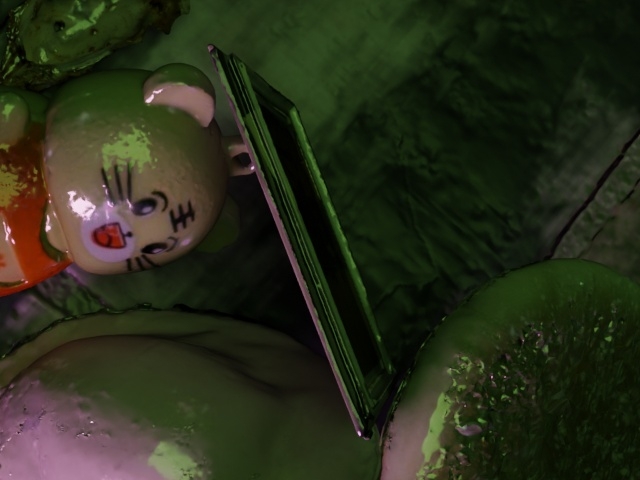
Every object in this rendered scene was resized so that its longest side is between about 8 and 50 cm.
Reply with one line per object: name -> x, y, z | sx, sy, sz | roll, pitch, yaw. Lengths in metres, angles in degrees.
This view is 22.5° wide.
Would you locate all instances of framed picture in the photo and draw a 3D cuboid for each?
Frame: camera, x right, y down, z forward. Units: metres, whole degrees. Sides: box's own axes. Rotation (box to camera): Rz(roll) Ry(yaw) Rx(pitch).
framed picture -> 0.000, 0.000, 0.860 | 0.014, 0.252, 0.197 | -21, 88, 5

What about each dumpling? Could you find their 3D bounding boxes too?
dumpling -> -0.078, 0.099, 0.879 | 0.247, 0.142, 0.172 | 11, 48, 21

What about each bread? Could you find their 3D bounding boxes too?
bread -> 0.138, 0.138, 0.925 | 0.267, 0.040, 0.266 | -5, 98, -39

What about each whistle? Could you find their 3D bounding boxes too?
whistle -> -0.170, -0.027, 0.870 | 0.289, 0.131, 0.106 | -9, 48, 0

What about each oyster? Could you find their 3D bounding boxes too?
oyster -> -0.141, -0.137, 0.951 | 0.132, 0.029, 0.086 | -20, 82, -14
